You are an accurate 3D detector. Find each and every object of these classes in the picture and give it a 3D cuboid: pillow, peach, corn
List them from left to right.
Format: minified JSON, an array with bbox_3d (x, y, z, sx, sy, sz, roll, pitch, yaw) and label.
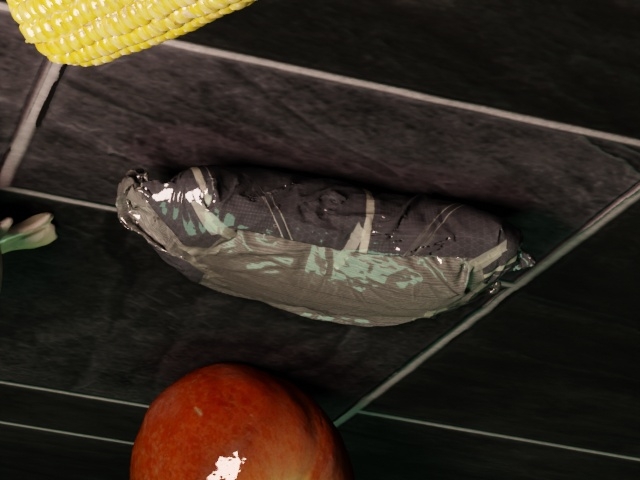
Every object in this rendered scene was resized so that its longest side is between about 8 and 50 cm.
[{"bbox_3d":[-0.083,-0.168,1.160,0.244,0.093,0.093,-14,152,39],"label":"corn"},{"bbox_3d":[-0.091,0.234,2.059,0.232,0.232,0.257,16,-161,-26],"label":"peach"},{"bbox_3d":[0.000,0.000,1.577,0.335,0.092,0.161,11,153,-12],"label":"pillow"}]

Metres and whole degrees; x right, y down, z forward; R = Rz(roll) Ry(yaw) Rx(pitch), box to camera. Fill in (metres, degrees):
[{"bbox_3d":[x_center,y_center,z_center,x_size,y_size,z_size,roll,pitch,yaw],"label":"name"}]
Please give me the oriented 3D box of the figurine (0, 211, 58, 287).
[{"bbox_3d":[-0.362,0.044,1.708,0.274,0.227,0.394,-18,174,-21],"label":"figurine"}]
